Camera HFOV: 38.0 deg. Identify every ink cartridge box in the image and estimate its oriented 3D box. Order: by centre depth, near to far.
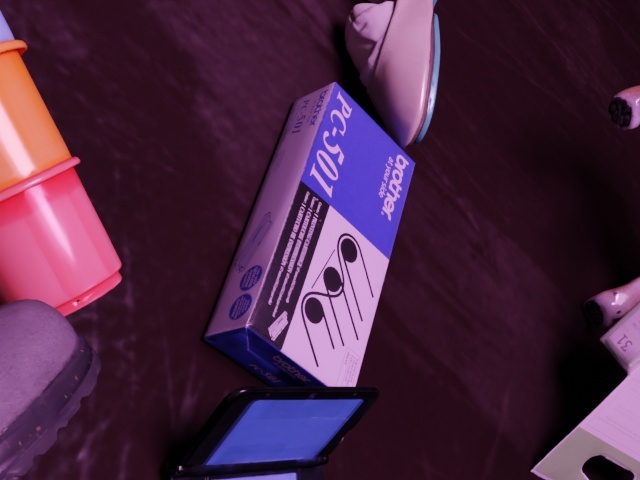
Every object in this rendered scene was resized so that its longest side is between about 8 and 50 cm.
[{"bbox_3d":[0.000,0.000,0.635,0.097,0.046,0.207,41,50,-31],"label":"ink cartridge box"},{"bbox_3d":[0.303,0.132,0.819,0.171,0.235,0.056,31,20,-35],"label":"ink cartridge box"}]

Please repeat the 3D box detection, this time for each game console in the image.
[{"bbox_3d":[-0.022,0.143,0.541,0.122,0.071,0.107,9,69,-44],"label":"game console"}]

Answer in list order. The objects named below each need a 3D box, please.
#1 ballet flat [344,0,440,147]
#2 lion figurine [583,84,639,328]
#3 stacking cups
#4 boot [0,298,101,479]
[{"bbox_3d":[0.058,-0.182,0.749,0.086,0.086,0.248,36,51,-33],"label":"ballet flat"},{"bbox_3d":[0.381,-0.017,0.883,0.240,0.142,0.392,-20,135,-22],"label":"lion figurine"},{"bbox_3d":[-0.193,-0.105,0.434,0.096,0.096,0.316,-35,103,-47],"label":"stacking cups"},{"bbox_3d":[-0.247,0.041,0.305,0.338,0.118,0.222,-34,100,-46],"label":"boot"}]
